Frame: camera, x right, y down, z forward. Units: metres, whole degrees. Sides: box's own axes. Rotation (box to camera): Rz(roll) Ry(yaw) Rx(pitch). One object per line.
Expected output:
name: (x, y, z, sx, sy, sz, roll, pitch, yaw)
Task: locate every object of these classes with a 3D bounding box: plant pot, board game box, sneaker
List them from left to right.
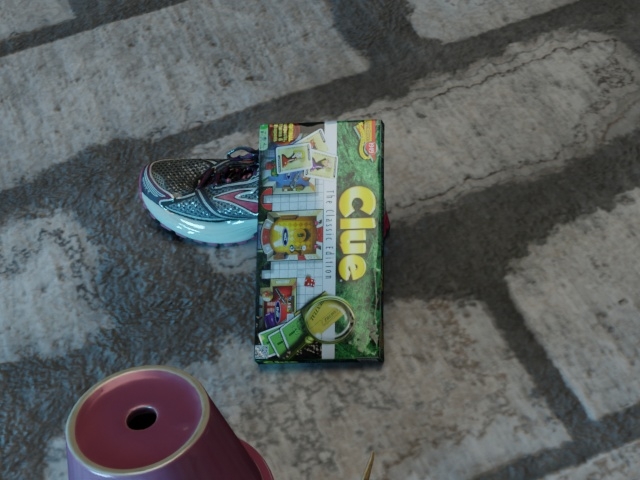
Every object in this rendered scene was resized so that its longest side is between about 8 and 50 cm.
plant pot: (-0.145, 0.218, 1.333, 0.201, 0.180, 0.201, -7, 42, 6)
sneaker: (-0.067, -0.066, 1.687, 0.299, 0.112, 0.121, 5, 44, 19)
board game box: (0.000, 0.000, 1.560, 0.136, 0.030, 0.260, -2, 75, 8)

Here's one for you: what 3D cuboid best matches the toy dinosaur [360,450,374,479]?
toy dinosaur: (0.050, 0.299, 1.300, 0.112, 0.064, 0.211, -17, 53, -28)
